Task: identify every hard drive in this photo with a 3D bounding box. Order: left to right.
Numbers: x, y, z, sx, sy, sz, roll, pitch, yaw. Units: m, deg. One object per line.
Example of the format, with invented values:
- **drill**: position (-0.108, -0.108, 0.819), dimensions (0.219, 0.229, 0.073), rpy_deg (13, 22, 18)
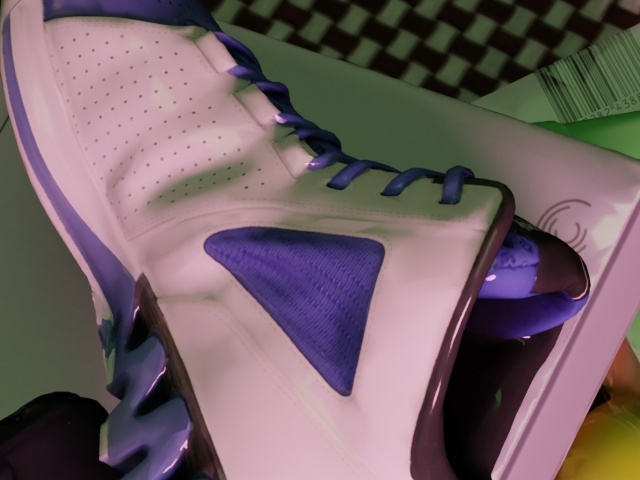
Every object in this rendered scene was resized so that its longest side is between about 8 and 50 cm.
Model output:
- **hard drive**: position (-0.046, 0.023, 0.821), dimensions (0.353, 0.047, 0.233), rpy_deg (22, 79, 34)

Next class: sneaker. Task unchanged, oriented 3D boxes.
- **sneaker**: position (0.000, 0.001, 0.713), dimensions (0.182, 0.127, 0.316), rpy_deg (-23, 65, 13)

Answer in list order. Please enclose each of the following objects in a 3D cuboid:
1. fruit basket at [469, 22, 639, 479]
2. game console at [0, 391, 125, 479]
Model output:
- **fruit basket**: position (0.080, 0.100, 0.848), dimensions (0.353, 0.165, 0.327), rpy_deg (-28, 65, 3)
- **game console**: position (-0.099, 0.232, 0.631), dimensions (0.173, 0.250, 0.293), rpy_deg (9, 29, 34)
